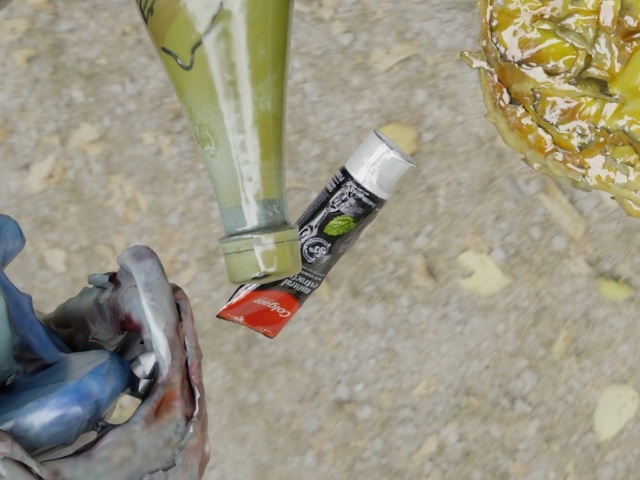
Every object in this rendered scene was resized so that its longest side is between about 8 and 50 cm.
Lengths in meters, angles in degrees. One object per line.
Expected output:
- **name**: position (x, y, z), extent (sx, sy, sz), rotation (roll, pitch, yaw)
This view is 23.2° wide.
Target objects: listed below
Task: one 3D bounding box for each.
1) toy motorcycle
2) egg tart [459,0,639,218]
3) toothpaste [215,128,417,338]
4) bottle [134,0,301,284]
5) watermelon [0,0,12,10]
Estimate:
- **toy motorcycle**: position (-0.169, 0.128, 0.662), extent (0.319, 0.182, 0.241), rotation (-58, 45, 48)
- **egg tart**: position (0.200, -0.125, 0.831), extent (0.252, 0.098, 0.232), rotation (-15, 86, 34)
- **toothpaste**: position (0.000, 0.000, 1.231), extent (0.193, 0.071, 0.045), rotation (-50, 48, 12)
- **bottle**: position (-0.051, -0.112, 0.762), extent (0.083, 0.083, 0.270), rotation (-9, 90, 22)
- **watermelon**: position (-0.174, -0.165, 0.711), extent (0.119, 0.063, 0.245), rotation (30, 144, -1)
